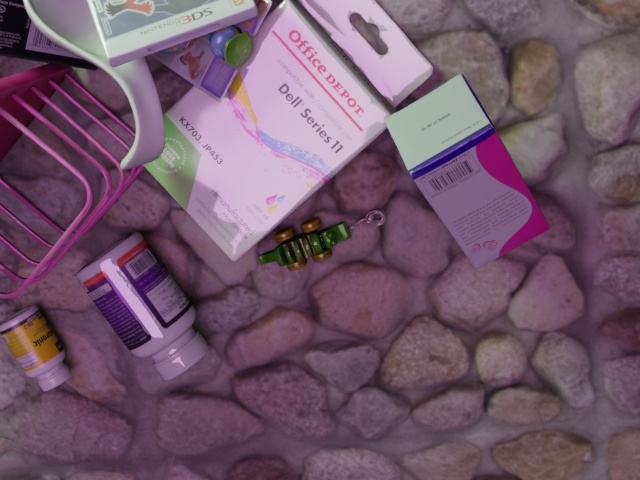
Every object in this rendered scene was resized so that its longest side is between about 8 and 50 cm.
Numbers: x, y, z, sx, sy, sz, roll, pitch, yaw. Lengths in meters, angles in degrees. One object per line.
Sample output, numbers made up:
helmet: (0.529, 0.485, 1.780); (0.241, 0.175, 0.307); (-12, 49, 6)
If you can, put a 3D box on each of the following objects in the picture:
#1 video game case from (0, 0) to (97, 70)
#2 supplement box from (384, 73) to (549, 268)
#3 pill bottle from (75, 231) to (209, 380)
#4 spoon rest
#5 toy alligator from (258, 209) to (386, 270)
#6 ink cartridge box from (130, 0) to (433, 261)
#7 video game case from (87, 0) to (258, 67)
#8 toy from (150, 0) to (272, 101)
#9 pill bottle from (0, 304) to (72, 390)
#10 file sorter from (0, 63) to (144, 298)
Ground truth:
video game case: (-0.366, -0.348, 1.163); (0.035, 0.275, 0.248); (31, 110, 39)
supplement box: (0.185, -0.080, 1.189); (0.111, 0.114, 0.220); (-30, 135, 11)
pill bottle: (-0.241, 0.094, 1.328); (0.108, 0.108, 0.193); (-32, 99, 12)
spoon rest: (-0.262, -0.227, 1.159); (0.084, 0.137, 0.276); (-27, 89, 50)
toy alligator: (0.000, 0.000, 1.310); (0.189, 0.051, 0.056); (-19, 102, 10)
ink cartridge box: (-0.044, -0.168, 1.236); (0.353, 0.119, 0.207); (-42, 96, 13)
video game case: (-0.193, -0.319, 1.141); (0.183, 0.023, 0.201); (-21, 67, -5)
toy: (-0.179, -0.285, 1.187); (0.237, 0.056, 0.137); (36, 103, 30)
pill bottle: (-0.410, 0.157, 1.382); (0.065, 0.065, 0.116); (-26, 101, 11)
file sorter: (-0.358, -0.078, 1.203); (0.182, 0.291, 0.202); (40, 104, -8)
